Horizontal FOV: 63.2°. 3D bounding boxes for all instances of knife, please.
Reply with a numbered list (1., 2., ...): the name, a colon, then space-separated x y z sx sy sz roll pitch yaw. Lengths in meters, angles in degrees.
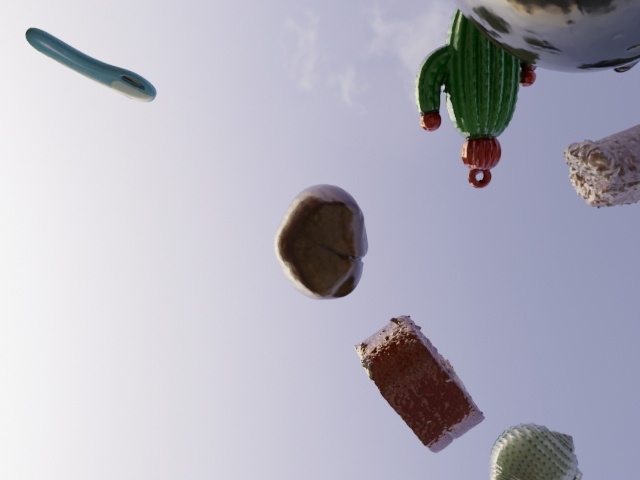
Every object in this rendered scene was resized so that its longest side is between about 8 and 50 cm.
1. knife: -0.390 -0.301 0.896 0.064 0.222 0.031 -39 -147 52

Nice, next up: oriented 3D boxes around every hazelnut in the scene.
1. hazelnut: 0.003 0.001 0.972 0.181 0.181 0.211 18 -84 9

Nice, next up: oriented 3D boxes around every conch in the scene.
1. conch: 0.172 0.185 0.433 0.085 0.076 0.056 -28 -140 26

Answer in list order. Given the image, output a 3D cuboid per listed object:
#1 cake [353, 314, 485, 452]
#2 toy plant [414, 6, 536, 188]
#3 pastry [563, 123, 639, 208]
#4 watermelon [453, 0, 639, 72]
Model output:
1. cake: 0.193 0.284 1.022 0.151 0.177 0.282 -35 -80 9
2. toy plant: 0.205 -0.207 0.705 0.155 0.088 0.240 23 -85 -7
3. pastry: 0.436 -0.105 0.712 0.112 0.265 0.102 102 -29 -47
4. watermelon: 0.252 -0.315 0.495 0.279 0.359 0.278 -41 -159 20
